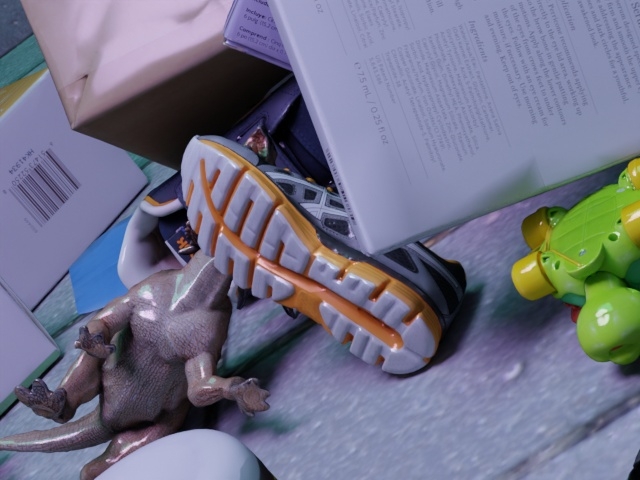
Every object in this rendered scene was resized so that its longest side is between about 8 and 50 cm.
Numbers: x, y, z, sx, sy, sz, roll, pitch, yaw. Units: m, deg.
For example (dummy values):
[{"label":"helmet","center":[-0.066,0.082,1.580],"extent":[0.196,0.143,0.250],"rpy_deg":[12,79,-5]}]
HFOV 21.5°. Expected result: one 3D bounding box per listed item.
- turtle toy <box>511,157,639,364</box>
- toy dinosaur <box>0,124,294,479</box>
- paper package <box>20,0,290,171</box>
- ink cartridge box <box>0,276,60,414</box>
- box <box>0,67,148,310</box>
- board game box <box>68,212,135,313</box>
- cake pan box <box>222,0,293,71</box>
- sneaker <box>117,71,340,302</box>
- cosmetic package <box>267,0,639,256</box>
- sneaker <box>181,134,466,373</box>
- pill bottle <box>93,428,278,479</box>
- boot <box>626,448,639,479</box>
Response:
[{"label":"turtle toy","center":[0.159,0.015,0.922],"extent":[0.095,0.066,0.130],"rpy_deg":[-28,22,28]},{"label":"toy dinosaur","center":[-0.107,0.075,1.205],"extent":[0.296,0.127,0.200],"rpy_deg":[-43,7,28]},{"label":"paper package","center":[-0.046,-0.198,1.365],"extent":[0.309,0.168,0.325],"rpy_deg":[-26,-13,13]},{"label":"ink cartridge box","center":[-0.399,0.125,1.597],"extent":[0.211,0.121,0.289],"rpy_deg":[-46,20,-19]},{"label":"box","center":[-0.388,-0.033,1.862],"extent":[0.345,0.168,0.215],"rpy_deg":[-13,32,52]},{"label":"board game box","center":[-0.163,0.021,1.547],"extent":[0.133,0.033,0.168],"rpy_deg":[-33,24,1]},{"label":"cake pan box","center":[0.101,-0.197,1.102],"extent":[0.070,0.267,0.245],"rpy_deg":[-85,17,-67]},{"label":"sneaker","center":[-0.043,-0.034,1.314],"extent":[0.321,0.126,0.127],"rpy_deg":[-35,11,47]},{"label":"cosmetic package","center":[0.092,-0.214,0.978],"extent":[0.284,0.377,0.097],"rpy_deg":[-20,1,-1]},{"label":"sneaker","center":[0.000,0.000,1.091],"extent":[0.083,0.215,0.084],"rpy_deg":[-40,-17,-43]},{"label":"pill bottle","center":[-0.013,0.181,0.636],"extent":[0.117,0.215,0.117],"rpy_deg":[-34,20,14]},{"label":"boot","center":[0.227,0.050,0.737],"extent":[0.198,0.077,0.137],"rpy_deg":[-35,19,53]}]
